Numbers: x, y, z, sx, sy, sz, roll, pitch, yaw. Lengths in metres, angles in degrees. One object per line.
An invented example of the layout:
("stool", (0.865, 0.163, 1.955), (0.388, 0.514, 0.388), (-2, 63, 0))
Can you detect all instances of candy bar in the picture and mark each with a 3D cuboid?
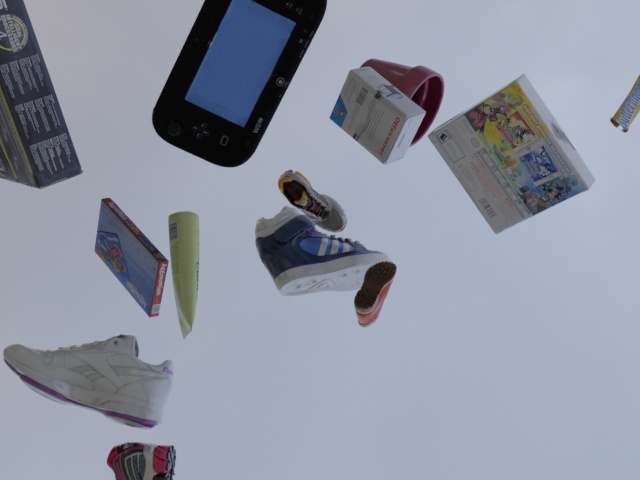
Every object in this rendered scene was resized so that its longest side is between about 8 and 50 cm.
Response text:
("candy bar", (0.523, -0.231, 1.513), (0.018, 0.040, 0.161), (-46, 166, -20))

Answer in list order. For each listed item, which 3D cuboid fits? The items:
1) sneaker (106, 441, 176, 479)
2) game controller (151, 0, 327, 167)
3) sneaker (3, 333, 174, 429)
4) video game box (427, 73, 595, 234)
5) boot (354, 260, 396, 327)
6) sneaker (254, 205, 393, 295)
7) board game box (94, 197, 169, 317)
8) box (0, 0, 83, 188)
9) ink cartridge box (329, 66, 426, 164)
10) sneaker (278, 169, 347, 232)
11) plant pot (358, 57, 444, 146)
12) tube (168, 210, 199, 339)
("sneaker", (-0.330, 0.489, 1.644), (0.121, 0.112, 0.299), (-83, -178, -71))
("game controller", (-0.121, -0.268, 1.354), (0.319, 0.167, 0.067), (-62, -170, 14))
("sneaker", (-0.406, 0.227, 1.617), (0.114, 0.305, 0.152), (105, 4, -69))
("video game box", (0.300, -0.133, 1.446), (0.187, 0.205, 0.048), (-29, -170, 44))
("boot", (0.118, 0.115, 1.964), (0.059, 0.084, 0.158), (18, -129, 23))
("sneaker", (0.000, 0.000, 2.184), (0.236, 0.323, 0.130), (67, -31, 28))
("board game box", (-0.426, 0.035, 2.030), (0.281, 0.027, 0.145), (41, -54, 39))
("box", (-0.588, -0.300, 1.645), (0.318, 0.097, 0.394), (13, -57, 55))
("ink cartridge box", (0.130, -0.289, 2.103), (0.191, 0.082, 0.139), (42, -50, 22))
("sneaker", (-0.028, -0.096, 2.445), (0.088, 0.225, 0.093), (-53, 178, 18))
("plant pot", (0.177, -0.354, 2.234), (0.180, 0.201, 0.201), (32, -76, 25))
("tube", (-0.259, 0.066, 1.749), (0.062, 0.070, 0.240), (-11, -109, 22))
